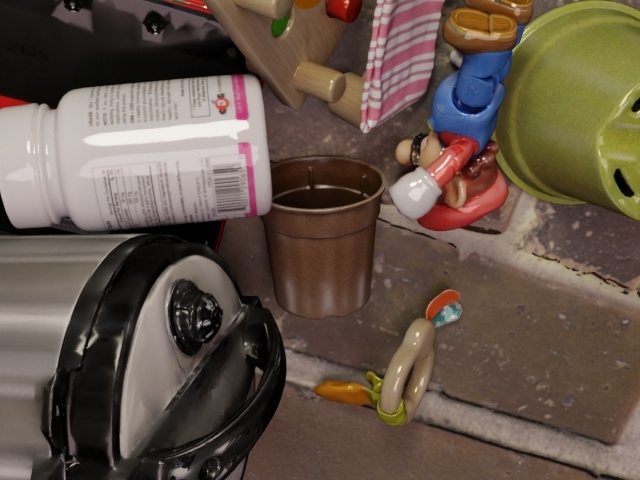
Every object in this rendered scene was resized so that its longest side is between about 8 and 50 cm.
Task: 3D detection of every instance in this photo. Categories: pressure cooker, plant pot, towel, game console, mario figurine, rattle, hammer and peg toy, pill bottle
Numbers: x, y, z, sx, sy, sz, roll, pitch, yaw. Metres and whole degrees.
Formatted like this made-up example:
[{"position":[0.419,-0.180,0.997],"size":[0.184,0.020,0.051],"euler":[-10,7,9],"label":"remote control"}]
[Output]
[{"position":[-0.251,0.173,1.040],"size":[0.420,0.370,0.375],"euler":[-1,156,18],"label":"pressure cooker"},{"position":[0.371,-0.140,1.157],"size":[0.275,0.254,0.276],"euler":[-3,110,-9],"label":"plant pot"},{"position":[0.102,-0.232,1.127],"size":[0.029,0.144,0.197],"euler":[26,129,25],"label":"towel"},{"position":[0.000,0.000,1.202],"size":[0.166,0.167,0.165],"euler":[-5,117,-7],"label":"plant pot"},{"position":[-0.277,-0.153,1.160],"size":[0.386,0.060,0.342],"euler":[13,112,-13],"label":"game console"},{"position":[0.148,-0.149,1.161],"size":[0.198,0.170,0.321],"euler":[-17,136,-26],"label":"mario figurine"},{"position":[0.100,0.147,1.334],"size":[0.130,0.142,0.200],"euler":[15,91,-47],"label":"rattle"},{"position":[0.005,-0.289,1.071],"size":[0.127,0.361,0.266],"euler":[25,82,24],"label":"hammer and peg toy"},{"position":[-0.201,-0.094,1.057],"size":[0.282,0.160,0.161],"euler":[-6,110,-5],"label":"pill bottle"}]
